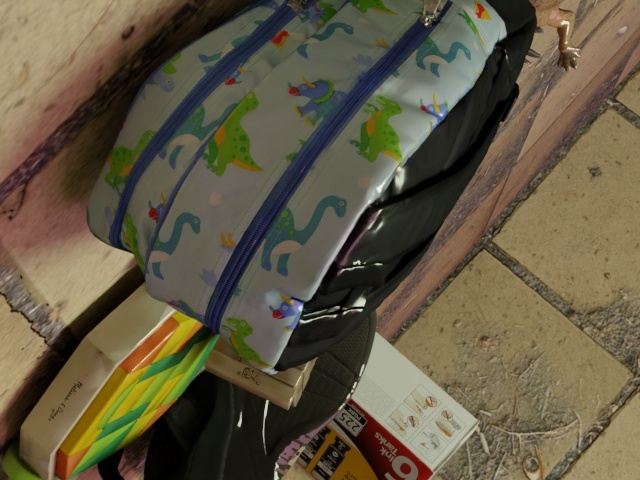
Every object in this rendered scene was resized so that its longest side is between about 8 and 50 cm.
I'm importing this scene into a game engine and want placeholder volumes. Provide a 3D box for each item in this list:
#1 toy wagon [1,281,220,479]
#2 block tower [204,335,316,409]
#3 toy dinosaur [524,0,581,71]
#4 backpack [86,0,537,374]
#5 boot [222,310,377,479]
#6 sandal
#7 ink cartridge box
[{"bbox_3d":[-0.163,0.110,1.404,0.267,0.068,0.344,-52,169,17],"label":"toy wagon"},{"bbox_3d":[0.000,0.000,1.403,0.097,0.091,0.335,95,20,-71],"label":"block tower"},{"bbox_3d":[0.239,-0.289,1.542,0.295,0.127,0.200,-59,160,19],"label":"toy dinosaur"},{"bbox_3d":[-0.006,-0.055,1.063,0.290,0.273,0.355,-54,-169,34],"label":"backpack"},{"bbox_3d":[-0.083,0.213,1.800,0.377,0.138,0.284,-61,-170,-6],"label":"boot"},{"bbox_3d":[-0.172,0.225,1.530,0.167,0.107,0.446,-57,-171,7],"label":"sandal"},{"bbox_3d":[0.025,0.258,2.051,0.130,0.309,0.272,-40,166,-42],"label":"ink cartridge box"}]
